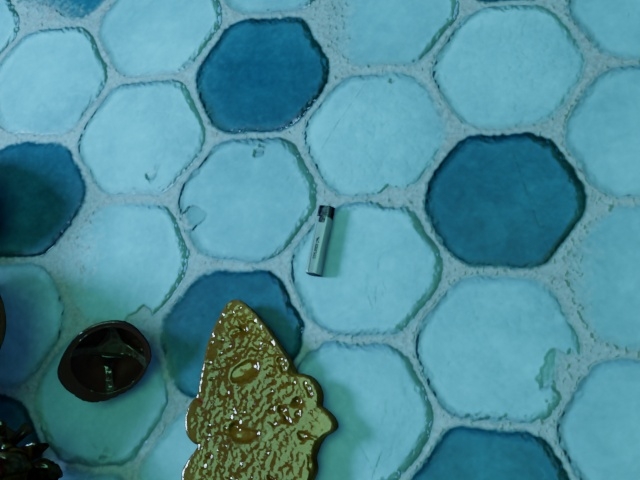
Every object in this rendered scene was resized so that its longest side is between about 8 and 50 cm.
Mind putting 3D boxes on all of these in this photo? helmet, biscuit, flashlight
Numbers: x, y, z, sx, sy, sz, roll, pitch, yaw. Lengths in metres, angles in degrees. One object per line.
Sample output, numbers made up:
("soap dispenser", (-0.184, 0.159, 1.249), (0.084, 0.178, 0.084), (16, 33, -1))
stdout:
("helmet", (-0.249, 0.130, 1.058), (0.111, 0.057, 0.089), (-37, 110, 7))
("biscuit", (-0.074, 0.200, 1.000), (0.183, 0.043, 0.280), (-16, 65, 6))
("flashlight", (0.000, 0.000, 1.052), (0.018, 0.018, 0.083), (7, 75, 19))

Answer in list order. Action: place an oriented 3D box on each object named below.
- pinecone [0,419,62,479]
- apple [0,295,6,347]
("pinecone", (-0.371, 0.331, 0.941), (0.244, 0.244, 0.309), (-13, 52, 11))
("apple", (-0.482, 0.108, 1.029), (0.260, 0.194, 0.261), (-21, 35, 15))
